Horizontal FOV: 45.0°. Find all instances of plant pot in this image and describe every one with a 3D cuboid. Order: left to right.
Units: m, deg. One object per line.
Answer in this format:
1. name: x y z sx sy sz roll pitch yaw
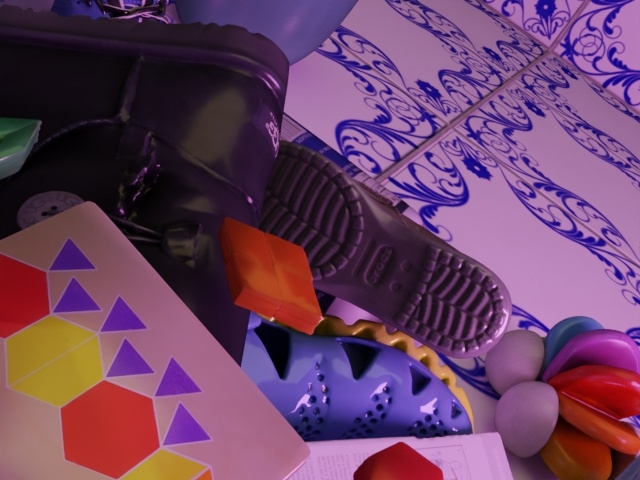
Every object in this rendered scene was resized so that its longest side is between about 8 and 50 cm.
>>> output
1. plant pot: -0.079 -0.390 1.106 0.293 0.235 0.293 24 32 -16

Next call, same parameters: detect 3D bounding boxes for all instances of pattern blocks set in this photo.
1. pattern blocks set: -0.104 0.077 0.330 0.285 0.026 0.325 -23 67 -36

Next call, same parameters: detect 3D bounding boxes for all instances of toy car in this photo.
1. toy car: 0.262 0.149 0.769 0.159 0.136 0.182 25 32 -13

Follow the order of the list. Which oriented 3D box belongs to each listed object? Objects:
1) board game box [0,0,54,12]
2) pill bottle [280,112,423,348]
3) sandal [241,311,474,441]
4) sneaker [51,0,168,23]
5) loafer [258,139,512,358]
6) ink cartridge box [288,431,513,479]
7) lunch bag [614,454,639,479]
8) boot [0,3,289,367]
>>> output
1. board game box: -0.298 -0.294 0.711 0.097 0.303 0.224 9 39 -35
2. pill bottle: 0.000 0.000 0.723 0.264 0.153 0.153 38 32 7
3. sandal: -0.035 0.111 0.585 0.317 0.126 0.138 24 35 0
4. sneaker: -0.215 -0.193 0.800 0.130 0.147 0.330 -14 55 -50
5. loafer: 0.034 0.009 0.607 0.251 0.094 0.087 36 4 19
6. ink cartridge box: 0.041 0.224 0.487 0.232 0.066 0.189 8 58 -37
7. lunch bag: 0.295 0.316 0.554 0.223 0.160 0.262 36 26 2
8. boot: -0.216 0.047 0.468 0.367 0.146 0.445 -2 53 11
